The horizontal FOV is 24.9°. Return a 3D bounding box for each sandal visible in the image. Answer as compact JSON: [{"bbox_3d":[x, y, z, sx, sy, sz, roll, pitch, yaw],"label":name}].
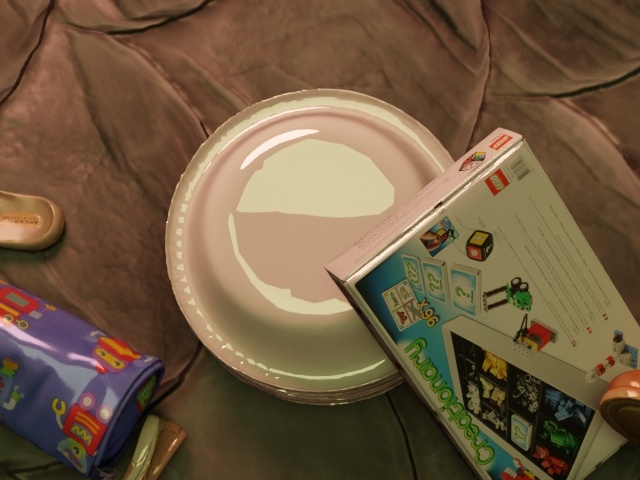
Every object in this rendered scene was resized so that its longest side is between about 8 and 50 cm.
[{"bbox_3d":[-0.337,-0.021,1.385,0.180,0.049,0.072,0,76,3],"label":"sandal"}]

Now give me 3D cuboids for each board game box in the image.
[{"bbox_3d":[0.164,0.081,1.247,0.193,0.053,0.305,-38,114,-7],"label":"board game box"}]

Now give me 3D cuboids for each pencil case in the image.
[{"bbox_3d":[-0.292,0.104,1.318,0.306,0.133,0.119,26,34,8],"label":"pencil case"}]

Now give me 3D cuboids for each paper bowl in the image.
[{"bbox_3d":[0.000,0.000,1.314,0.284,0.148,0.284,-1,76,4],"label":"paper bowl"}]

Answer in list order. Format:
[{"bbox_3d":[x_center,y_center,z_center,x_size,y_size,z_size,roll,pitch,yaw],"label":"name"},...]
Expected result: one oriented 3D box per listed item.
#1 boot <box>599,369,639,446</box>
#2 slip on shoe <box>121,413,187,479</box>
[{"bbox_3d":[0.377,0.084,1.271,0.284,0.109,0.220,10,70,-11],"label":"boot"},{"bbox_3d":[-0.163,0.227,1.318,0.041,0.051,0.135,22,72,-4],"label":"slip on shoe"}]
